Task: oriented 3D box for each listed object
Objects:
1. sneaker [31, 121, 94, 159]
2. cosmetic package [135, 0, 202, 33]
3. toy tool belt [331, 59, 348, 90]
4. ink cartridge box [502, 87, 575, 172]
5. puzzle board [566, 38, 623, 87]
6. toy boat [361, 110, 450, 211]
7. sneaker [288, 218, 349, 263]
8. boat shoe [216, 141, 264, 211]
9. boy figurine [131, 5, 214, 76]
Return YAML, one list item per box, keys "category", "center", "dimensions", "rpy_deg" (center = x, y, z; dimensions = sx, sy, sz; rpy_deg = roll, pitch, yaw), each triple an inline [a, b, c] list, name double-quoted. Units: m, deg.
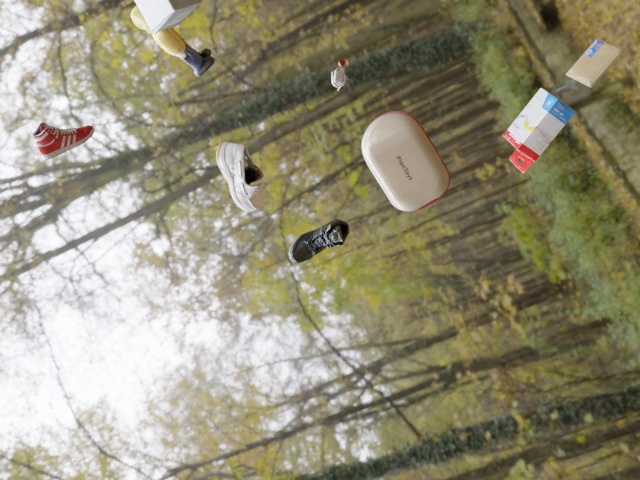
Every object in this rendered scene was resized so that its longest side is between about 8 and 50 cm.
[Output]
- category: "sneaker"
  center: [-0.511, -0.214, 1.413]
  dimensions: [0.042, 0.118, 0.067]
  rpy_deg: [34, 151, 47]
- category: "cosmetic package"
  center: [-0.406, -0.649, 1.740]
  dimensions: [0.107, 0.127, 0.238]
  rpy_deg: [-37, -82, -40]
- category: "toy tool belt"
  center: [0.059, -0.499, 2.160]
  dimensions: [0.051, 0.052, 0.083]
  rpy_deg: [96, -179, -71]
- category: "ink cartridge box"
  center: [0.643, -0.333, 2.161]
  dimensions: [0.078, 0.231, 0.134]
  rpy_deg: [30, -161, -19]
- category: "puzzle board"
  center: [0.761, -0.493, 1.983]
  dimensions: [0.011, 0.128, 0.096]
  rpy_deg: [33, -169, -43]
- category: "toy boat"
  center: [0.197, -0.188, 1.649]
  dimensions: [0.231, 0.151, 0.151]
  rpy_deg: [59, -163, -6]
- category: "sneaker"
  center: [0.000, 0.000, 2.377]
  dimensions: [0.087, 0.227, 0.130]
  rpy_deg: [63, 168, -6]
- category: "boat shoe"
  center: [-0.205, -0.172, 2.027]
  dimensions: [0.277, 0.096, 0.098]
  rpy_deg: [64, -147, -55]
- category: "boy figurine"
  center: [-0.458, -0.630, 2.187]
  dimensions: [0.285, 0.092, 0.177]
  rpy_deg: [39, -160, -42]
